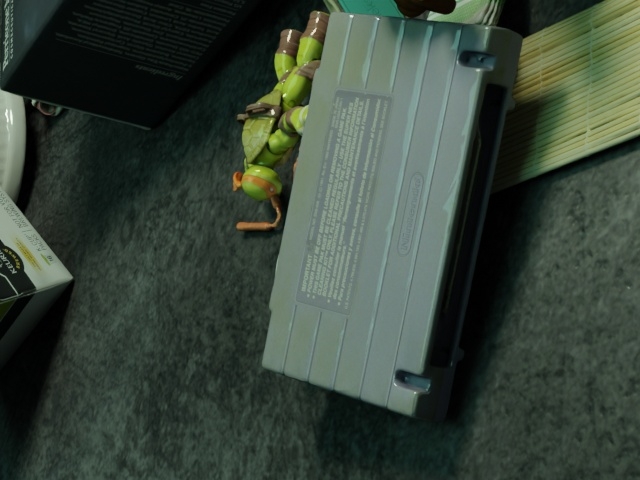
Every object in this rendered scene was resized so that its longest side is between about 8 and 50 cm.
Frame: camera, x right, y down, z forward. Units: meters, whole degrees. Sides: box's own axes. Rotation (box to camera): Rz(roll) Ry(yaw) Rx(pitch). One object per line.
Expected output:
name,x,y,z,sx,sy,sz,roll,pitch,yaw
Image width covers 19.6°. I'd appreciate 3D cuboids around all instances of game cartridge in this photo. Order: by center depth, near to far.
game cartridge,0.061,-0.030,1.719,0.230,0.068,0.355,14,94,52

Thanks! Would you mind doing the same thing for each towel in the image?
towel,0.137,-0.229,1.773,0.113,0.023,0.152,-22,37,45

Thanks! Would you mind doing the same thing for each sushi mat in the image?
sushi mat,0.198,-0.126,1.682,0.316,0.019,0.151,-22,57,49

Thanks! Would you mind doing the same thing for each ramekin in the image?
ramekin,-0.516,-0.122,2.565,0.273,0.127,0.273,-16,71,56

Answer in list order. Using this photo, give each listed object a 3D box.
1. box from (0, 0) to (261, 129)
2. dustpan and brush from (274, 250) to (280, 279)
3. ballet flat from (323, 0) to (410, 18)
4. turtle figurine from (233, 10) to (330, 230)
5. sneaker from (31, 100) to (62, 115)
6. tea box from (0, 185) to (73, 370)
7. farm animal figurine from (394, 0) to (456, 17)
box,-0.206,-0.369,2.168,0.395,0.212,0.293,-44,41,47
dustpan and brush,0.000,0.000,1.880,0.147,0.060,0.211,-45,48,32
ballet flat,0.011,-0.290,1.893,0.086,0.086,0.248,-28,88,46
turtle figurine,-0.044,-0.122,1.942,0.269,0.087,0.217,127,163,-68
sneaker,-0.383,-0.204,2.525,0.134,0.051,0.070,-5,64,50
tea box,-0.550,0.025,2.297,0.329,0.323,0.220,50,121,15
farm animal figurine,0.118,-0.362,1.604,0.330,0.172,0.327,-37,86,13
